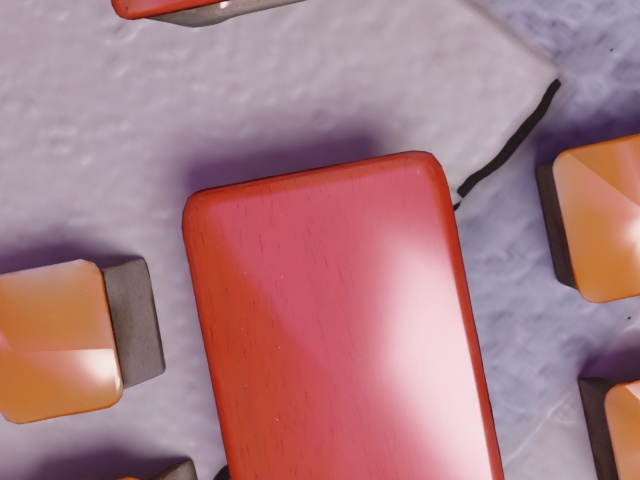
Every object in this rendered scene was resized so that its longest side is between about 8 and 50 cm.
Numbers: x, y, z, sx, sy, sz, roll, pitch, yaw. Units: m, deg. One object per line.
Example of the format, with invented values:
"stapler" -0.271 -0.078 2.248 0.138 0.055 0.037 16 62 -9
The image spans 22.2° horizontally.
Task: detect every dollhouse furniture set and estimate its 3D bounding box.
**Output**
"dollhouse furniture set" 0.000 0.000 0.495 0.262 0.135 0.259 -12 93 7
